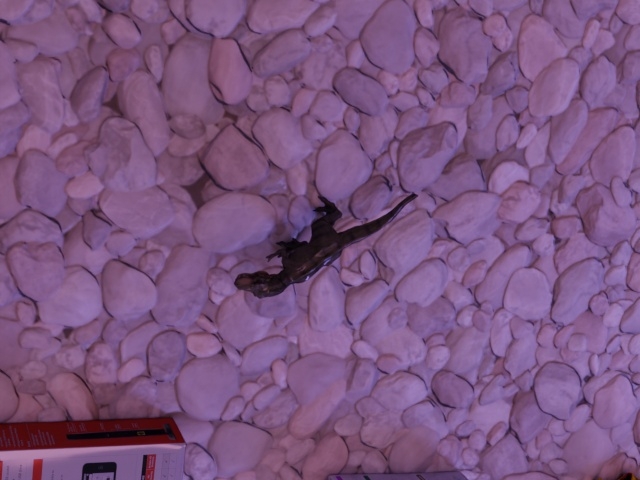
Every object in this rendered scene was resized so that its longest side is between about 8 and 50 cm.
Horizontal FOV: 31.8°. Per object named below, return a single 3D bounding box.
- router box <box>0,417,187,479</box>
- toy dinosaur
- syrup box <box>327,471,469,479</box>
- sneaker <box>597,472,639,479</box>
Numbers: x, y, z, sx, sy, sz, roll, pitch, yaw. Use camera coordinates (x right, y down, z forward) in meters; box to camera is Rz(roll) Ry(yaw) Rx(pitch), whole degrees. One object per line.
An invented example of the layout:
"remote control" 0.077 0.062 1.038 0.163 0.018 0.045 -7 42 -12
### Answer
"router box" -0.354 0.413 1.541 0.301 0.082 0.335 2 107 -22
"toy dinosaur" 0.000 0.000 1.518 0.268 0.118 0.064 -31 117 -10
"syrup box" 0.126 0.419 1.726 0.237 0.096 0.093 4 105 -22
"sneaker" 0.548 0.433 1.920 0.175 0.064 0.067 6 96 -26
